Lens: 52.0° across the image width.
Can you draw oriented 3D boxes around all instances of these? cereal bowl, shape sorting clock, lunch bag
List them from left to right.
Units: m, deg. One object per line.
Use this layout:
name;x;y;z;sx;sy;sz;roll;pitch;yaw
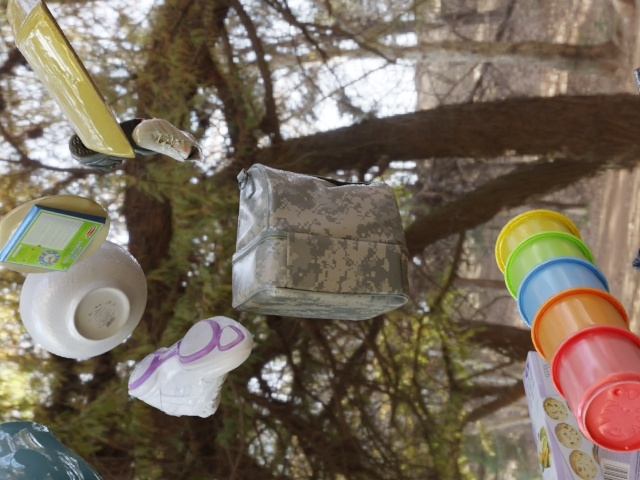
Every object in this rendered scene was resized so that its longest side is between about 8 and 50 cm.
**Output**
shape sorting clock;-0.485;-0.010;1.186;0.040;0.206;0.206;61;-178;33
cereal bowl;-0.617;0.170;1.774;0.338;0.141;0.339;-17;-62;-36
lunch bag;0.000;0.000;1.179;0.212;0.304;0.256;149;124;-60

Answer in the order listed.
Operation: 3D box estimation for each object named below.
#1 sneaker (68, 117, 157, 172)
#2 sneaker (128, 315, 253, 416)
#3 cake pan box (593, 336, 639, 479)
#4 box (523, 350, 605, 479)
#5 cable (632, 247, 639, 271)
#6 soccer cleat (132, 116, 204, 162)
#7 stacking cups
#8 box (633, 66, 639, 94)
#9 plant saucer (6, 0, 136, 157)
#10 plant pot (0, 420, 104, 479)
sneaker;-0.456;-0.218;1.509;0.130;0.227;0.087;160;94;-72
sneaker;-0.206;0.233;1.170;0.152;0.305;0.114;44;-140;-21
cake pan box;0.515;0.289;0.964;0.070;0.245;0.267;94;-172;-74
box;0.358;0.278;0.985;0.324;0.067;0.063;-63;-21;-65
cable;0.682;0.055;1.221;0.150;0.184;0.047;-43;-29;-38
soccer cleat;-0.310;-0.205;1.365;0.068;0.076;0.196;-52;-19;13
stacking cups;0.223;0.071;0.590;0.316;0.095;0.096;-73;-21;-66
box;0.376;-0.112;0.409;0.077;0.307;0.242;61;-151;-16
plant saucer;-0.513;-0.338;1.310;0.333;0.081;0.333;50;167;49
plant pot;-0.411;0.397;0.903;0.271;0.255;0.272;-19;-55;-29
